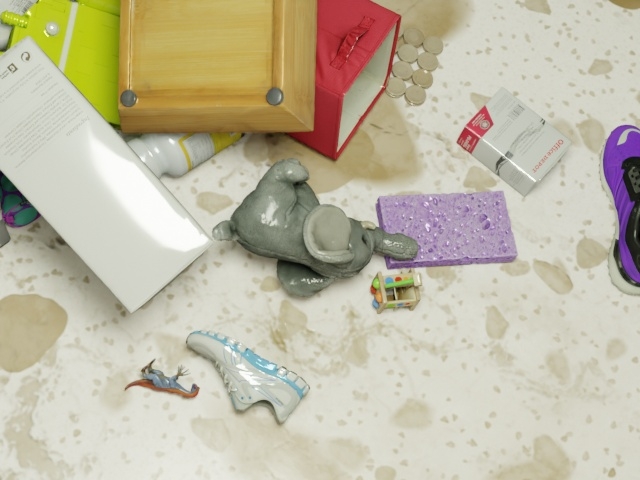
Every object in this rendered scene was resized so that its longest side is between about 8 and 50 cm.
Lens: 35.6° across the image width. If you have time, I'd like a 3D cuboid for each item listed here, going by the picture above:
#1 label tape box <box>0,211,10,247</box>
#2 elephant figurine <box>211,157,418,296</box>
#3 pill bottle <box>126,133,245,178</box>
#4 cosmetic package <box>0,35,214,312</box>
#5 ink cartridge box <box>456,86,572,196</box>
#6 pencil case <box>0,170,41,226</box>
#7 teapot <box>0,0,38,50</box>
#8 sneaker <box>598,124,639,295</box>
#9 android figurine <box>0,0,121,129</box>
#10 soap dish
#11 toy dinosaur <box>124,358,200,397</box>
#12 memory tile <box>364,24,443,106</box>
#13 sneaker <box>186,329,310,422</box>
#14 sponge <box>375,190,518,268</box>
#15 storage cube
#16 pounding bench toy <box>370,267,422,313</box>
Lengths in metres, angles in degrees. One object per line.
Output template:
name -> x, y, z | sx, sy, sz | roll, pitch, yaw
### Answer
label tape box -> -0.549, -0.123, 1.348 | 0.106, 0.333, 0.240 | -37, 76, -21
elephant figurine -> 0.000, 0.000, 1.467 | 0.239, 0.169, 0.186 | 40, 92, 6
pill bottle -> -0.210, -0.164, 1.545 | 0.184, 0.103, 0.103 | -35, 76, -21
cosmetic package -> -0.323, -0.083, 1.384 | 0.155, 0.197, 0.365 | -41, 92, -8
ink cartridge box -> 0.319, -0.162, 1.646 | 0.150, 0.063, 0.109 | 41, 67, 9
pencil case -> -0.474, -0.097, 1.497 | 0.070, 0.064, 0.151 | -22, 70, -35
teapot -> -0.548, -0.410, 1.565 | 0.256, 0.187, 0.252 | -11, 97, -31
sneaker -> 0.525, -0.071, 1.592 | 0.102, 0.146, 0.293 | 4, 66, -7
android figurine -> -0.362, -0.273, 1.533 | 0.273, 0.056, 0.248 | 16, 81, -28
soap dish -> -0.153, -0.270, 1.417 | 0.291, 0.118, 0.229 | 1, 86, 11
toy dinosaur -> -0.217, 0.205, 1.430 | 0.082, 0.047, 0.090 | 45, 101, 2
memory tile -> 0.145, -0.304, 1.711 | 0.113, 0.012, 0.148 | 20, 65, 1
sneaker -> -0.115, 0.196, 1.423 | 0.191, 0.071, 0.083 | 28, 71, 5
sponge -> 0.199, -0.018, 1.582 | 0.210, 0.031, 0.117 | -3, 67, -10
storage cube -> -0.007, -0.280, 1.571 | 0.193, 0.215, 0.183 | 29, 66, 11
pounding bench toy -> 0.113, 0.071, 1.501 | 0.065, 0.083, 0.052 | -5, 68, -11
